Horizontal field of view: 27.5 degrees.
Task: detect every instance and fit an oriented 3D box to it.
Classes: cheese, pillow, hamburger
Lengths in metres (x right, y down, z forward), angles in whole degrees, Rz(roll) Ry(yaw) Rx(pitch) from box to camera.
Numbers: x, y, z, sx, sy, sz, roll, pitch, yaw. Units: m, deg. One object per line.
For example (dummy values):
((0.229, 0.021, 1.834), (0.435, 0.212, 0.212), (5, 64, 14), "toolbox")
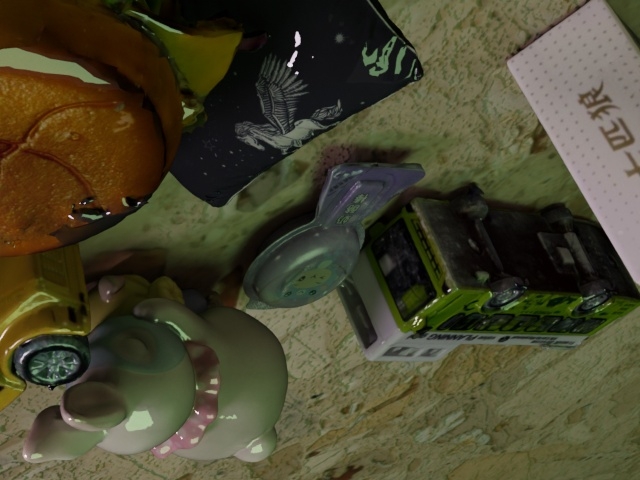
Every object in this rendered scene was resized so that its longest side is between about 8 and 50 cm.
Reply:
((0.000, 0.000, 1.056), (0.105, 0.042, 0.191), (-2, 142, -38), "cheese")
((-0.046, -0.100, 0.729), (0.208, 0.141, 0.055), (-27, -159, 45), "pillow")
((-0.167, -0.089, 0.649), (0.262, 0.138, 0.243), (15, 143, -34), "hamburger")

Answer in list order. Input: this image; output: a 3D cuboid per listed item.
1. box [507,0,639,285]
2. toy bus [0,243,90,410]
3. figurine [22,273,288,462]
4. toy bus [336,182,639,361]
((0.293, -0.034, 1.047), (0.095, 0.210, 0.330), (-36, 150, 20), "box")
((-0.301, 0.103, 0.919), (0.335, 0.121, 0.123), (-39, 136, 24), "toy bus")
((-0.135, 0.096, 0.982), (0.127, 0.155, 0.235), (-25, 160, 29), "figurine")
((0.162, 0.041, 1.188), (0.302, 0.113, 0.139), (6, 143, -45), "toy bus")
